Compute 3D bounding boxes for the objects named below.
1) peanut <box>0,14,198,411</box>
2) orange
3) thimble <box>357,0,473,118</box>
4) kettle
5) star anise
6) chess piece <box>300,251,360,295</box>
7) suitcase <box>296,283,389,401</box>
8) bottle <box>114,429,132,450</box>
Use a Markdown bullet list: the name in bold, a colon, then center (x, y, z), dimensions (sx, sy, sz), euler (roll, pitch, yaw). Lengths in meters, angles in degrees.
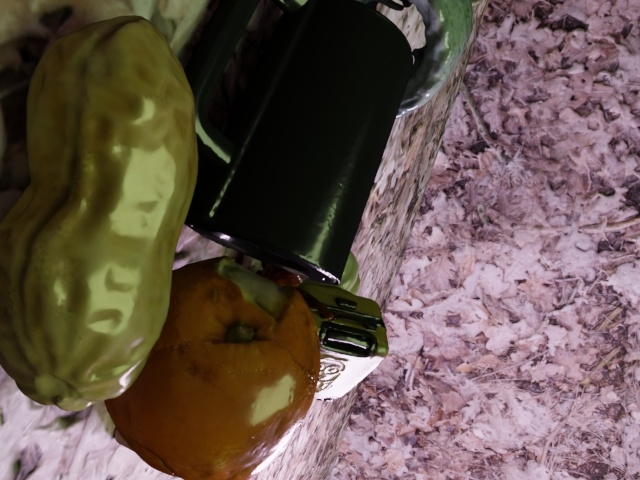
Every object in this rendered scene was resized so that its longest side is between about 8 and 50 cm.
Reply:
- **peanut**: center (-0.172, -0.018, 0.413), dimensions (0.147, 0.147, 0.305), euler (11, 97, -73)
- **orange**: center (-0.117, 0.138, 0.589), dimensions (0.240, 0.240, 0.240), euler (-56, 159, -34)
- **thimble**: center (0.121, -0.320, 0.806), dimensions (0.172, 0.205, 0.250), euler (-49, 149, -50)
- **kettle**: center (-0.044, -0.134, 0.645), dimensions (0.307, 0.262, 0.203), euler (-69, -162, -9)
- **star anise**: center (-0.067, 0.069, 0.818), dimensions (0.111, 0.196, 0.212), euler (20, 57, -42)
- **chess piece**: center (0.000, 0.000, 0.980), dimensions (0.144, 0.145, 0.251), euler (-55, 152, -37)
- **suitcase**: center (-0.009, 0.180, 0.952), dimensions (0.235, 0.194, 0.143), euler (-51, -148, 37)
- **bottle**: center (-0.213, 0.258, 0.681), dimensions (0.045, 0.097, 0.045), euler (-57, 159, -37)
